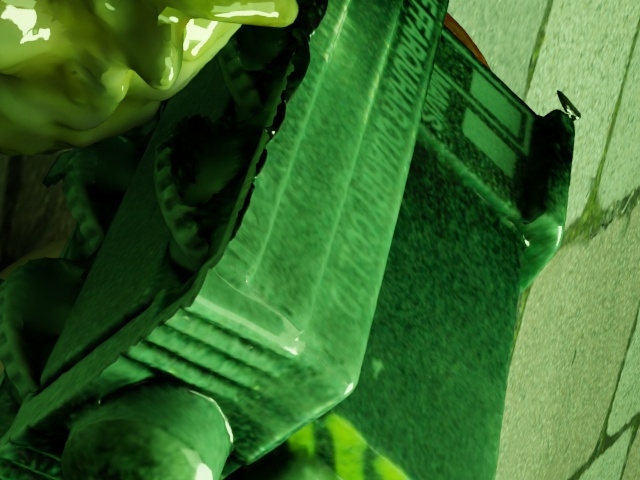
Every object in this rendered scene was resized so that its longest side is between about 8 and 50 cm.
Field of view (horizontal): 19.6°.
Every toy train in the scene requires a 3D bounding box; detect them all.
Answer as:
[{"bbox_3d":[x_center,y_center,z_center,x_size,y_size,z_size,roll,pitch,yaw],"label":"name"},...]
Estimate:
[{"bbox_3d":[0.000,0.000,0.674,0.138,0.178,0.330,-37,-159,30],"label":"toy train"}]

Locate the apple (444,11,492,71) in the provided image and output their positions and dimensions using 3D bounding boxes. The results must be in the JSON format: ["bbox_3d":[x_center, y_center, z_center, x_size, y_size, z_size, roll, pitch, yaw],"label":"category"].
[{"bbox_3d":[0.013,-0.046,0.898,0.139,0.163,0.163,113,3,-77],"label":"apple"}]

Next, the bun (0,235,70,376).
[{"bbox_3d":[-0.090,0.141,0.790,0.299,0.165,0.299,-8,90,-71],"label":"bun"}]

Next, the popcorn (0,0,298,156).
[{"bbox_3d":[-0.095,-0.110,0.551,0.167,0.185,0.187,-50,-171,4],"label":"popcorn"}]
